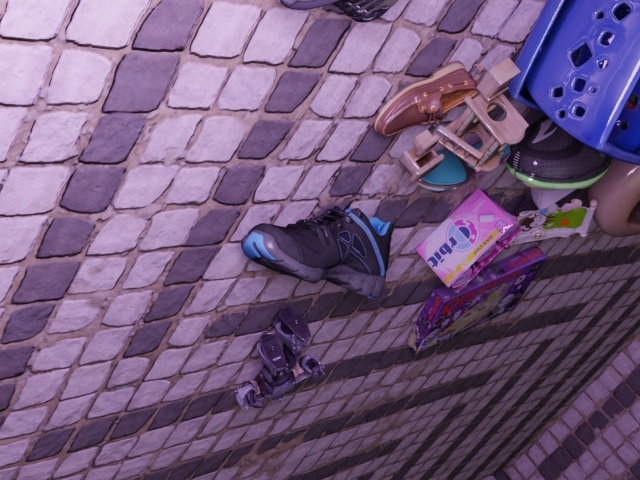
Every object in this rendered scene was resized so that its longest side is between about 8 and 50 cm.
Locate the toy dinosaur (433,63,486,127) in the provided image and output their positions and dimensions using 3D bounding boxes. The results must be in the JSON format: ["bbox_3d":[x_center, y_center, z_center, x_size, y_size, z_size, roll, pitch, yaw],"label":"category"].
[{"bbox_3d":[0.259,-0.246,1.573,0.183,0.053,0.093,-23,165,-14],"label":"toy dinosaur"}]

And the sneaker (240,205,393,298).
[{"bbox_3d":[0.000,0.000,1.576,0.340,0.125,0.140,15,94,-55],"label":"sneaker"}]

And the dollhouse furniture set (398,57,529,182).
[{"bbox_3d":[0.225,-0.155,1.446,0.161,0.101,0.182,-35,171,-20],"label":"dollhouse furniture set"}]

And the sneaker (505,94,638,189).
[{"bbox_3d":[0.523,-0.265,1.763,0.482,0.185,0.202,-36,136,-15],"label":"sneaker"}]

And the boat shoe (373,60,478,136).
[{"bbox_3d":[0.164,-0.210,1.479,0.178,0.060,0.064,-32,152,-13],"label":"boat shoe"}]

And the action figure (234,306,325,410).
[{"bbox_3d":[-0.080,0.250,1.846,0.185,0.099,0.285,-33,156,-23],"label":"action figure"}]

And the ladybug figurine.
[{"bbox_3d":[0.724,-0.151,2.150,0.305,0.162,0.449,-49,151,20],"label":"ladybug figurine"}]

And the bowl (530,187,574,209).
[{"bbox_3d":[0.484,-0.146,1.969,0.142,0.053,0.142,-30,142,-18],"label":"bowl"}]

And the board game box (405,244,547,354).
[{"bbox_3d":[0.371,0.140,2.290,0.346,0.056,0.208,-20,143,-32],"label":"board game box"}]

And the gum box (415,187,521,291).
[{"bbox_3d":[0.296,-0.004,1.905,0.188,0.107,0.062,-46,152,13],"label":"gum box"}]

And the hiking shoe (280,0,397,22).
[{"bbox_3d":[0.044,-0.302,1.164,0.226,0.086,0.114,-25,146,-27],"label":"hiking shoe"}]

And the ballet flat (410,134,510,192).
[{"bbox_3d":[0.239,-0.127,1.700,0.221,0.077,0.079,-23,168,-29],"label":"ballet flat"}]

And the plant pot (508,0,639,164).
[{"bbox_3d":[0.448,-0.275,1.534,0.236,0.212,0.236,4,115,-53],"label":"plant pot"}]

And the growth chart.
[{"bbox_3d":[0.477,-0.031,2.084,0.237,0.021,0.172,-11,151,9],"label":"growth chart"}]
